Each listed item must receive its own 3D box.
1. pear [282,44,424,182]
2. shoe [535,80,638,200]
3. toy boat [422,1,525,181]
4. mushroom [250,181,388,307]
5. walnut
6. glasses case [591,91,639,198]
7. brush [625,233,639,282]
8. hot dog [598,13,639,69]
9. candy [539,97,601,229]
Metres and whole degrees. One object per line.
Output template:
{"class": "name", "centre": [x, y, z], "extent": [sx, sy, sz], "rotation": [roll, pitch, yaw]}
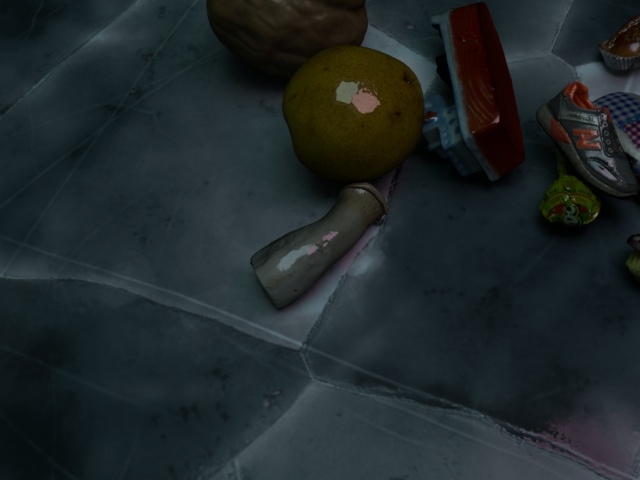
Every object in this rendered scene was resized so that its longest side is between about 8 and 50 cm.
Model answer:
{"class": "pear", "centre": [0.053, -0.182, 1.203], "extent": [0.208, 0.209, 0.209], "rotation": [-3, 55, 4]}
{"class": "shoe", "centre": [0.383, -0.141, 1.159], "extent": [0.074, 0.077, 0.194], "rotation": [-5, 52, -38]}
{"class": "toy boat", "centre": [0.215, -0.242, 1.279], "extent": [0.133, 0.145, 0.332], "rotation": [-21, 50, 26]}
{"class": "mushroom", "centre": [0.002, -0.001, 1.158], "extent": [0.223, 0.092, 0.081], "rotation": [-40, 104, -16]}
{"class": "walnut", "centre": [-0.053, -0.414, 1.345], "extent": [0.285, 0.285, 0.297], "rotation": [11, 93, 13]}
{"class": "glasses case", "centre": [0.505, -0.098, 1.177], "extent": [0.125, 0.076, 0.327], "rotation": [-30, 59, -17]}
{"class": "brush", "centre": [0.545, 0.069, 1.074], "extent": [0.312, 0.067, 0.072], "rotation": [19, 22, 12]}
{"class": "hot dog", "centre": [0.537, -0.335, 1.343], "extent": [0.192, 0.053, 0.099], "rotation": [-28, 37, -9]}
{"class": "candy", "centre": [0.358, -0.119, 1.225], "extent": [0.077, 0.073, 0.262], "rotation": [13, 48, -8]}
